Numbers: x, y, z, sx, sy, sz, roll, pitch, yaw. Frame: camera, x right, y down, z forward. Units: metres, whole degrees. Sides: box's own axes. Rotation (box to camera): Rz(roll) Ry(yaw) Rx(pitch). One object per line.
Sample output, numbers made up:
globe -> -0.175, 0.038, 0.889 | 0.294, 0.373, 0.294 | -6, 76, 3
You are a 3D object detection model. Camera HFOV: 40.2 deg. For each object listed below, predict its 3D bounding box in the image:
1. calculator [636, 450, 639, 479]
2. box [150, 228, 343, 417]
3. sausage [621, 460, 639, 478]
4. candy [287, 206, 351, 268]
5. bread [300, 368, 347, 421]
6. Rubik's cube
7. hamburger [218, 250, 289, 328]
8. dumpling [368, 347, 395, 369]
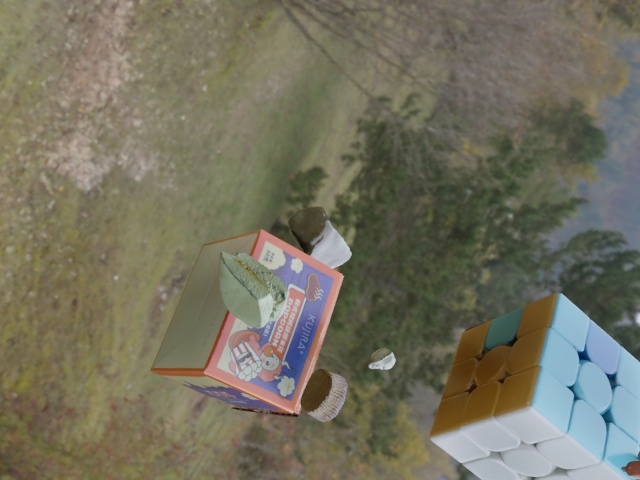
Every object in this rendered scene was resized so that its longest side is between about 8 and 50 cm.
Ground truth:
calculator -> 0.681, 0.508, 1.623 | 0.186, 0.298, 0.041 | -23, -171, 47
box -> -0.169, 0.196, 2.031 | 0.319, 0.257, 0.348 | -13, -127, 55
sausage -> 0.582, 0.359, 1.356 | 0.029, 0.223, 0.029 | 15, 72, -59
candy -> 0.000, 0.000, 2.153 | 0.102, 0.104, 0.234 | -33, 157, 0
bread -> 0.010, 0.257, 1.442 | 0.085, 0.053, 0.085 | -39, -148, 31
Rubik's cube -> 0.443, 0.330, 1.763 | 0.291, 0.290, 0.291 | -34, -158, 48
hamburger -> -0.099, 0.074, 1.199 | 0.054, 0.121, 0.084 | -27, 144, -36
dumpling -> 0.138, 0.273, 1.965 | 0.057, 0.052, 0.076 | -47, -156, -15
